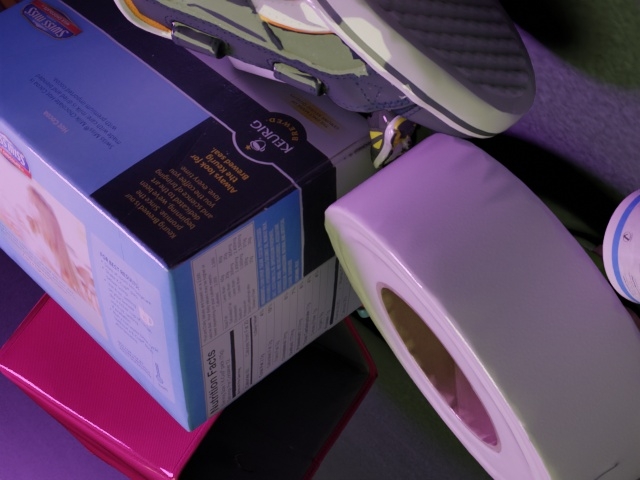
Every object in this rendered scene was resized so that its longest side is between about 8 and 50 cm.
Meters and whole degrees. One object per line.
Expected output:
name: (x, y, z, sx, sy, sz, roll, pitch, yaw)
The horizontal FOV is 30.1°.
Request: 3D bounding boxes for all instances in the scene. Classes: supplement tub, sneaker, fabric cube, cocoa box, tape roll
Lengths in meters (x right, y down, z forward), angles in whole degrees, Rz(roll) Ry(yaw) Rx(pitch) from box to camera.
supplement tub: (0.213, 0.009, 0.646, 0.071, 0.071, 0.107, 55, 161, -23)
sneaker: (0.052, -0.085, 0.917, 0.035, 0.031, 0.083, 58, 162, 14)
fabric cube: (-0.134, 0.139, 1.270, 0.258, 0.259, 0.254, 25, 160, 28)
cocoa box: (-0.147, -0.053, 1.061, 0.347, 0.228, 0.231, 38, 148, 28)
tape roll: (0.123, 0.066, 0.863, 0.286, 0.100, 0.286, 53, 171, 13)
sneaker: (-0.026, -0.158, 0.682, 0.321, 0.126, 0.127, 42, 130, -4)

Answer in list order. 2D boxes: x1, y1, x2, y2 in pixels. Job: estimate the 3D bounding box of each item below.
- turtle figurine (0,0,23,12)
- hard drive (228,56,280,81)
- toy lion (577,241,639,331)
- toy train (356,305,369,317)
turtle figurine: (-0.349, -0.252, 1.187, 0.275, 0.197, 0.266, 20, 152, -11)
hard drive: (-0.074, -0.254, 0.810, 0.233, 0.047, 0.353, 25, 152, 52)
toy lion: (0.182, 0.033, 0.855, 0.096, 0.034, 0.100, 39, 163, 52)
toy train: (0.000, 0.000, 1.212, 0.125, 0.046, 0.166, 6, 135, 53)
